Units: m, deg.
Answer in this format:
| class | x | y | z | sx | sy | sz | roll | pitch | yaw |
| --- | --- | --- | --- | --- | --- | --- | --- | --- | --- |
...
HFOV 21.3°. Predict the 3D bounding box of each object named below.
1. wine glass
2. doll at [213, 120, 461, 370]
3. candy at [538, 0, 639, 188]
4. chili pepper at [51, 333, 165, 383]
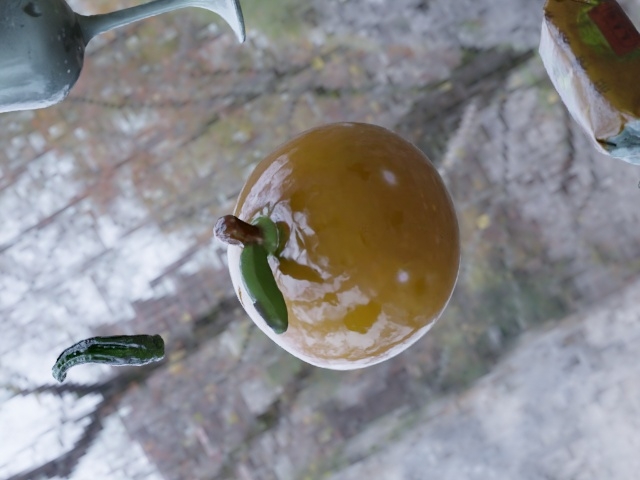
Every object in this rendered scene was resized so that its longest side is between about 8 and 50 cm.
| class | x | y | z | sx | sy | sz | roll | pitch | yaw |
| --- | --- | --- | --- | --- | --- | --- | --- | --- | --- |
| wine glass | -0.150 | -0.132 | 1.068 | 0.079 | 0.195 | 0.079 | 163 | 90 | -84 |
| doll | 0.000 | 0.000 | 1.430 | 0.236 | 0.213 | 0.213 | 6 | -125 | -46 |
| candy | 0.140 | -0.090 | 0.860 | 0.182 | 0.053 | 0.046 | 63 | 159 | 20 |
| chili pepper | -0.214 | 0.116 | 1.714 | 0.055 | 0.118 | 0.035 | 87 | 162 | -48 |
